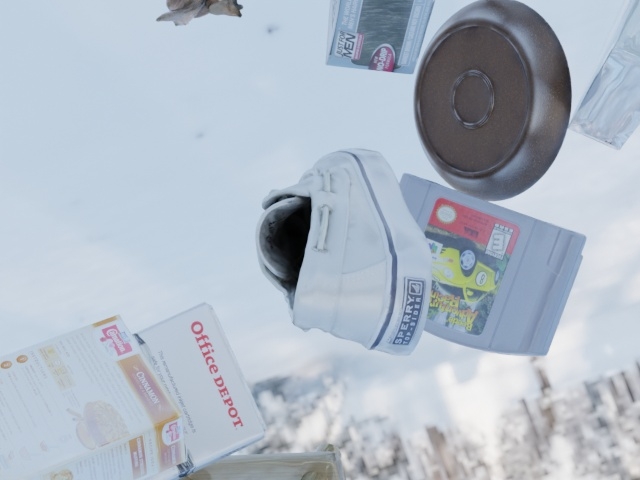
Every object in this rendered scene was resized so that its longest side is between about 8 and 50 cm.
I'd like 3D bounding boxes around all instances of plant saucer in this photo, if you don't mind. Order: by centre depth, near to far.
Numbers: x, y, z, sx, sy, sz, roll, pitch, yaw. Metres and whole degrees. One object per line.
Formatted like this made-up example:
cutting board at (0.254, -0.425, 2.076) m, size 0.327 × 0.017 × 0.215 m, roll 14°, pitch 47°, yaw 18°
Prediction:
plant saucer at (0.244, -0.214, 2.043) m, size 0.050 × 0.311 × 0.310 m, roll -4°, pitch 162°, yaw -41°

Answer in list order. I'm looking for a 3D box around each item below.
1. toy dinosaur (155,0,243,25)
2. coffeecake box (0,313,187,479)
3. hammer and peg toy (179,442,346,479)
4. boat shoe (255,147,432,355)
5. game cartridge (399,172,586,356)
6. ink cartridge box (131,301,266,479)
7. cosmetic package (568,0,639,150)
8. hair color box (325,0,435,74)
toy dinosaur at (-0.195, -0.417, 2.111) m, size 0.200 × 0.296 × 0.127 m, roll -10°, pitch 140°, yaw 46°
coffeecake box at (-0.231, 0.160, 1.181) m, size 0.185 × 0.142 × 0.068 m, roll -20°, pitch 135°, yaw -22°
hammer and peg toy at (-0.119, 0.404, 1.786) m, size 0.361 × 0.266 × 0.127 m, roll -6°, pitch -160°, yaw 20°
boat shoe at (0.000, 0.000, 0.862) m, size 0.088 × 0.096 × 0.267 m, roll 9°, pitch -160°, yaw -12°
game cartridge at (0.197, 0.040, 1.809) m, size 0.294 × 0.196 × 0.060 m, roll 22°, pitch -172°, yaw 37°
ink cartridge box at (-0.201, 0.200, 1.573) m, size 0.237 × 0.172 × 0.100 m, roll -24°, pitch 170°, yaw -5°
cosmetic package at (0.462, -0.309, 1.854) m, size 0.097 × 0.284 × 0.377 m, roll 22°, pitch 170°, yaw 6°
hair color box at (0.079, -0.408, 1.614) m, size 0.113 × 0.375 × 0.185 m, roll 6°, pitch 153°, yaw -3°
